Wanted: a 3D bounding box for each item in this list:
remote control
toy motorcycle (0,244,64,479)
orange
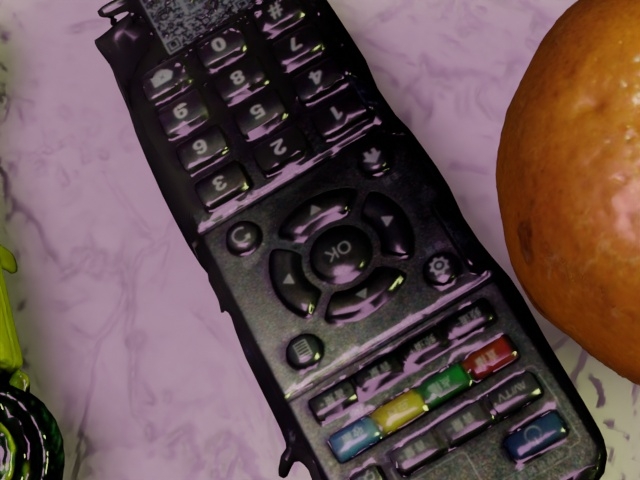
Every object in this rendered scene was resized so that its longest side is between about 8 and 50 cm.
[{"bbox_3d":[0.000,0.000,0.962,0.144,0.062,0.399,-31,56,3],"label":"remote control"},{"bbox_3d":[-0.263,0.028,1.061,0.206,0.142,0.342,-20,73,18],"label":"toy motorcycle"},{"bbox_3d":[0.195,-0.031,0.886,0.224,0.170,0.224,-3,74,11],"label":"orange"}]
